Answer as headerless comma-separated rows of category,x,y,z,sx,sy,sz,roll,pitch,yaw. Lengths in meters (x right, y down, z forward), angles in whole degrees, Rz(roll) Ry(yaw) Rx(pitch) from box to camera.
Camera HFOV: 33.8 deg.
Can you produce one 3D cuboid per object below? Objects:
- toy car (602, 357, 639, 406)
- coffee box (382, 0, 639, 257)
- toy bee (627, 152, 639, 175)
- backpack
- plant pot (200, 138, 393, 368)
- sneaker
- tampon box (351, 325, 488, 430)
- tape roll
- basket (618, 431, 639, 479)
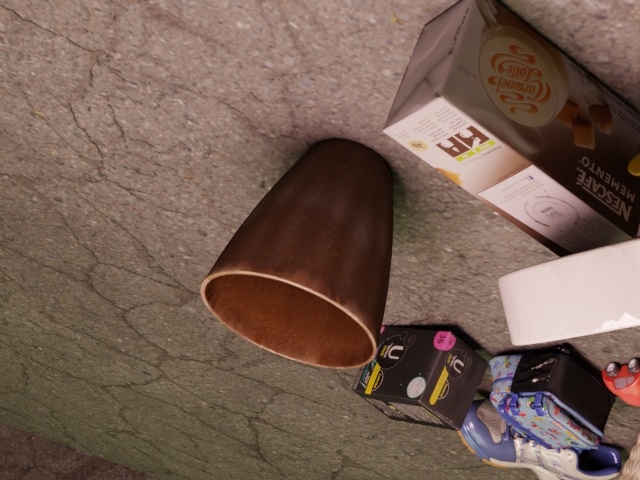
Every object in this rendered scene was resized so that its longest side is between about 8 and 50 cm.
toy car,0.476,0.172,1.405,0.239,0.053,0.225,4,148,31
coffee box,0.199,-0.105,1.018,0.246,0.141,0.098,33,150,-19
toy bee,0.335,-0.095,0.914,0.298,0.162,0.195,29,154,-13
backpack,0.326,0.237,1.568,0.158,0.117,0.173,39,151,-28
plant pot,0.000,0.000,1.256,0.215,0.230,0.215,17,153,9
sneaker,0.362,0.323,1.730,0.296,0.112,0.131,26,142,-20
tampon box,0.152,0.210,1.622,0.101,0.120,0.161,39,156,-30
tape roll,0.357,0.025,0.969,0.391,0.072,0.392,-11,173,-1
basket,0.573,0.483,1.570,0.266,0.328,0.331,10,149,12
